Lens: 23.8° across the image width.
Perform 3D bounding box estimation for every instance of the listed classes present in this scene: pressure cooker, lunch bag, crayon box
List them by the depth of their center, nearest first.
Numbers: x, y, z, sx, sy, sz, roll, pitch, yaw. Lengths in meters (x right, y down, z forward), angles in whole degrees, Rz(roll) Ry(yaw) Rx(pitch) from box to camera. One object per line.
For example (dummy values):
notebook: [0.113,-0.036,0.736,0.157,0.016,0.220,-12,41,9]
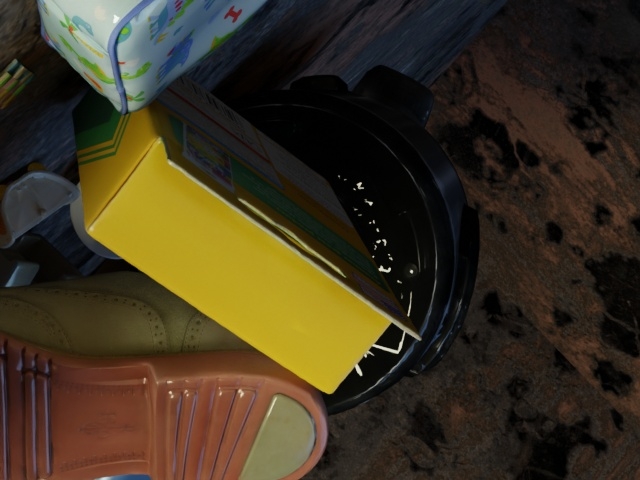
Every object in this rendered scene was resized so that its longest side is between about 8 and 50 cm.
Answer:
lunch bag: [-0.083,-0.171,0.897,0.176,0.090,0.219,-42,177,-9]
crayon box: [-0.065,-0.018,1.056,0.083,0.203,0.323,-51,-159,9]
pressure cooker: [-0.004,-0.004,1.786,0.370,0.375,0.420,-19,-178,10]

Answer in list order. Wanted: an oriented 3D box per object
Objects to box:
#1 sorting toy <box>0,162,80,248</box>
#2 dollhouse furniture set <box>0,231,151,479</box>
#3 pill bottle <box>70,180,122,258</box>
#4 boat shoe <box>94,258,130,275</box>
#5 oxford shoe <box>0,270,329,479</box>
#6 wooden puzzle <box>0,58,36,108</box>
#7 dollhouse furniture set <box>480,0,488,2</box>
sorting toy: [-0.253,-0.021,1.249,0.075,0.045,0.083,-36,-176,45]
dollhouse furniture set: [-0.269,0.149,1.295,0.198,0.286,0.303,-50,166,7]
pill bottle: [-0.149,-0.051,1.443,0.117,0.117,0.215,-45,177,26]
boat shoe: [-0.218,0.021,1.991,0.207,0.073,0.073,-43,175,-7]
oxford shoe: [-0.194,0.092,1.094,0.146,0.397,0.140,-93,-166,-57]
wooden puzzle: [-0.212,-0.097,1.004,0.049,0.006,0.083,-44,177,0]
dollhouse furniture set: [0.100,-0.327,1.169,0.212,0.161,0.242,-32,146,-78]
